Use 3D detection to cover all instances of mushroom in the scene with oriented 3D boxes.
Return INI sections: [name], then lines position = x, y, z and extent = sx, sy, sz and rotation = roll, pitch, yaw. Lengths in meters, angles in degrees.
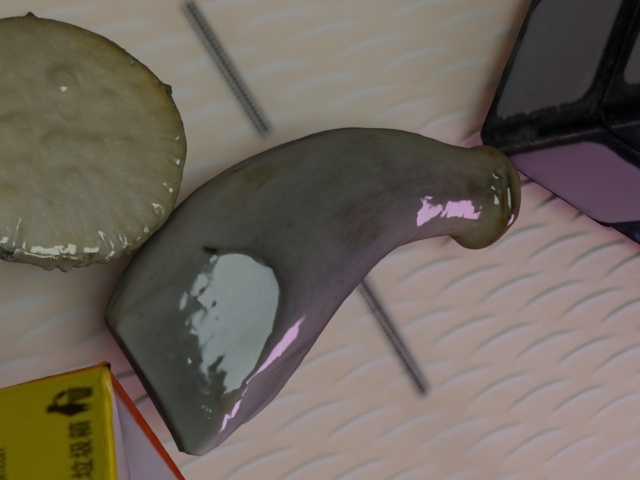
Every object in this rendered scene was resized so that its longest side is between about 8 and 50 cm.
[mushroom]
position = 0.000, 0.000, 0.720
extent = 0.270, 0.103, 0.118
rotation = -34, 103, -30

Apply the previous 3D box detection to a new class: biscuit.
[biscuit]
position = -0.135, -0.052, 0.658
extent = 0.152, 0.020, 0.152
rotation = 13, 55, -19

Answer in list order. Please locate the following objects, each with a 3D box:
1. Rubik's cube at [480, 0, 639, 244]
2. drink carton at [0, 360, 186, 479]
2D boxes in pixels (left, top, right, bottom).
[Rubik's cube]
position = 0.359, -0.138, 0.771
extent = 0.359, 0.362, 0.363
rotation = 33, 75, -26
[drink carton]
position = -0.219, 0.154, 0.471
extent = 0.351, 0.154, 0.111
rotation = -12, 57, 3
